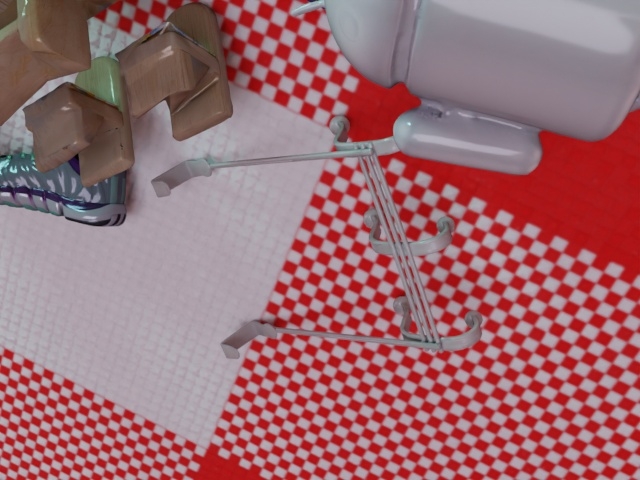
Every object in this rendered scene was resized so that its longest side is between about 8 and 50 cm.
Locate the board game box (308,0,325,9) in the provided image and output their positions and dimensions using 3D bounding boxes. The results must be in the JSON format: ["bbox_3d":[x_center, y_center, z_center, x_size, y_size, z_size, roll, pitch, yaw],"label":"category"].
[{"bbox_3d":[-0.020,-0.319,0.777,0.141,0.048,0.170,24,121,-6],"label":"board game box"}]

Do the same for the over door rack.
[{"bbox_3d":[0.000,0.000,0.920,0.324,0.108,0.239,-6,113,35],"label":"over door rack"}]

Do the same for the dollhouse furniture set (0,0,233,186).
[{"bbox_3d":[-0.351,-0.214,0.802,0.394,0.362,0.256,-22,67,26],"label":"dollhouse furniture set"}]

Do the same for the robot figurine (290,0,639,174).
[{"bbox_3d":[0.154,-0.201,0.703,0.353,0.200,0.300,17,102,7],"label":"robot figurine"}]

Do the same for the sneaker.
[{"bbox_3d":[-0.324,-0.083,0.999,0.224,0.083,0.098,12,95,8],"label":"sneaker"}]
